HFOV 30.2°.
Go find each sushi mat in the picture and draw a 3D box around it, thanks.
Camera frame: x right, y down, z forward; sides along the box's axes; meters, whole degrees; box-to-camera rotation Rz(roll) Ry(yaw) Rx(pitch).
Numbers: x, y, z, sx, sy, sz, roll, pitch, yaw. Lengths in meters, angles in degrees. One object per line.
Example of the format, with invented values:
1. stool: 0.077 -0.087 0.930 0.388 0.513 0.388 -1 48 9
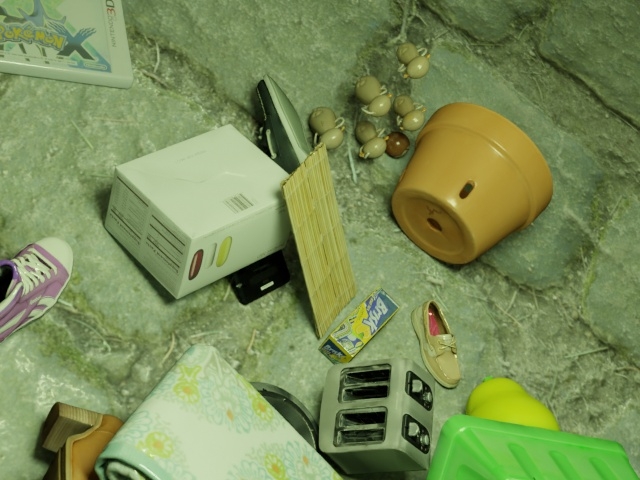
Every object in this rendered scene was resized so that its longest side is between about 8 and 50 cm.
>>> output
1. sushi mat: 0.000 0.000 2.076 0.019 0.317 0.151 6 34 32

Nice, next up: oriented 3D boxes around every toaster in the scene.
1. toaster: 0.089 0.289 1.954 0.110 0.185 0.168 49 41 -47

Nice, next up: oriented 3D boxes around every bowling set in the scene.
1. bowling set: 0.140 -0.237 2.360 0.200 0.287 0.154 47 10 -27

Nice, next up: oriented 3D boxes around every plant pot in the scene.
1. plant pot: 0.273 -0.092 2.301 0.291 0.291 0.203 41 64 3

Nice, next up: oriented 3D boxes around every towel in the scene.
1. towel: -0.123 0.360 1.728 0.374 0.090 0.320 47 27 -5

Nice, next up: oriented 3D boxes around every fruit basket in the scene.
1. fruit basket: 0.332 0.405 2.011 0.391 0.283 0.392 16 8 -2

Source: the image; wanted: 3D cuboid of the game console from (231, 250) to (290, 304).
1. game console: -0.130 0.047 2.123 0.122 0.071 0.107 -28 104 -40

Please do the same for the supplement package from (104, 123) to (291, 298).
1. supplement package: -0.199 -0.055 2.038 0.261 0.145 0.204 -27 58 -40

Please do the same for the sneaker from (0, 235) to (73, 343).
1. sneaker: -0.457 0.063 1.820 0.102 0.161 0.282 35 45 0

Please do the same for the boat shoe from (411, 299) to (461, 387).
1. boat shoe: 0.219 0.187 2.189 0.063 0.059 0.170 -5 60 -33

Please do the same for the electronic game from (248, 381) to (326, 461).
1. electronic game: -0.092 0.337 1.904 0.229 0.048 0.229 15 58 -25

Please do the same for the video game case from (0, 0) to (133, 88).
1. video game case: -0.526 -0.427 2.226 0.328 0.036 0.300 4 55 -28

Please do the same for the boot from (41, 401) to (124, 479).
1. boot: -0.290 0.353 1.698 0.220 0.109 0.283 25 13 -21

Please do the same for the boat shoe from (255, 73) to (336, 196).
1. boat shoe: -0.072 -0.183 2.267 0.114 0.091 0.303 34 28 -56

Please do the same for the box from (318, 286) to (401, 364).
1. box: 0.071 0.156 2.130 0.059 0.054 0.169 44 46 5
